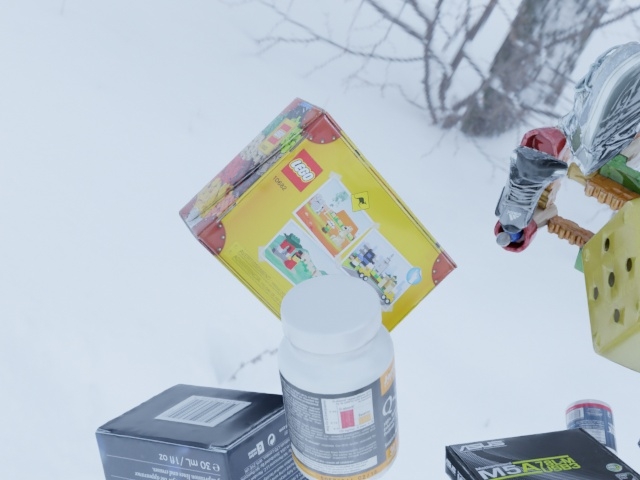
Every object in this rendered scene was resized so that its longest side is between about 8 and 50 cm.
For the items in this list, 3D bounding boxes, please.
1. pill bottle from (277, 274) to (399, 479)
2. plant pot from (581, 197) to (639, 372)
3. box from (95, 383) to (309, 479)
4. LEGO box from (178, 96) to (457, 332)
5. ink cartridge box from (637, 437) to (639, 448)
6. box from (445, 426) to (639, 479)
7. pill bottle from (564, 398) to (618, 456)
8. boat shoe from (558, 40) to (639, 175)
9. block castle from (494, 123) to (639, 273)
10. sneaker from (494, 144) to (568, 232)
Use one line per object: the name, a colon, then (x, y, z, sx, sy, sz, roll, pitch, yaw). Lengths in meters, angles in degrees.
pill bottle: (0.025, 0.196, 1.234, 0.162, 0.278, 0.162, -4, 34, 3)
plant pot: (0.426, 0.050, 1.040, 0.187, 0.212, 0.212, 5, 65, -7)
box: (-0.166, 0.467, 1.484, 0.293, 0.395, 0.212, -2, 14, 36)
LEGO box: (0.000, 0.000, 1.971, 0.500, 0.372, 0.193, 47, -3, -26)
ink cartridge box: (0.685, 0.414, 1.739, 0.029, 0.115, 0.063, -49, 117, -30)
box: (0.266, 0.284, 1.044, 0.190, 0.045, 0.184, -4, 15, -12)
pill bottle: (0.595, 0.451, 1.956, 0.108, 0.108, 0.180, 18, 49, -12)
boat shoe: (0.375, -0.183, 1.192, 0.103, 0.118, 0.320, 55, 2, 16)
block castle: (0.580, -0.025, 1.751, 0.453, 0.303, 0.213, 34, 44, 30)
sneaker: (0.311, -0.069, 1.346, 0.086, 0.132, 0.228, 20, 12, 10)
